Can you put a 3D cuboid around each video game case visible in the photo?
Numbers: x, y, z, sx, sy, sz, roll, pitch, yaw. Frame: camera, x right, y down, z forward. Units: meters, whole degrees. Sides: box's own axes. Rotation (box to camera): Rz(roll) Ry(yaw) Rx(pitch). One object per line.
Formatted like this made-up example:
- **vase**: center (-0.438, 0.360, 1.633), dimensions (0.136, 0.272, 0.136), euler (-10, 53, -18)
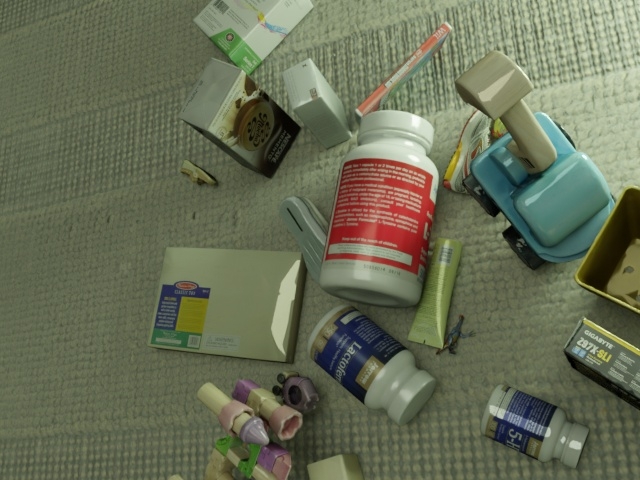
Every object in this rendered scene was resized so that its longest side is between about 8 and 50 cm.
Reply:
- **video game case**: center (0.191, -0.391, 1.610), dimensions (0.285, 0.204, 0.025), euler (-44, 90, 5)

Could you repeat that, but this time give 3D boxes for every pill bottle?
- **pill bottle**: center (0.420, 0.367, 1.315), dimensions (0.186, 0.112, 0.112), euler (19, 82, 28)
- **pill bottle**: center (0.140, -0.069, 1.507), dimensions (0.228, 0.229, 0.408), euler (5, 75, 24)
- **pill bottle**: center (0.110, 0.269, 1.457), dimensions (0.264, 0.153, 0.153), euler (36, 90, 28)

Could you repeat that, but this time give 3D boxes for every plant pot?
- **plant pot**: center (0.635, 0.055, 1.279), dimensions (0.212, 0.187, 0.212), euler (30, 87, 29)

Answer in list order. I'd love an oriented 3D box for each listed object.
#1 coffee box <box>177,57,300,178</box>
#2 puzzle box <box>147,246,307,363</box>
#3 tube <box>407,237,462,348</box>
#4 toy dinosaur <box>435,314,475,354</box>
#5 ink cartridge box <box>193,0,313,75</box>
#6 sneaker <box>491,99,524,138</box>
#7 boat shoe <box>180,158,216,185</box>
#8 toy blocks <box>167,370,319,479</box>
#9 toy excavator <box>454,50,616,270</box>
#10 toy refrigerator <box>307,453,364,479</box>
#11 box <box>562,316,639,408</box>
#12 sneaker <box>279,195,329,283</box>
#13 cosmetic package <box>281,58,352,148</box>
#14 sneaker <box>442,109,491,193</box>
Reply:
- **coffee box**: center (-0.196, -0.299, 1.687), dimensions (0.118, 0.297, 0.168), euler (28, 87, 31)
- **puzzle box**: center (-0.239, 0.156, 1.700), dimensions (0.408, 0.052, 0.272), euler (2, 75, 24)
- **tube**: center (0.260, 0.115, 1.498), dimensions (0.062, 0.070, 0.240), euler (16, 81, -6)
- **toy dinosaur**: center (0.290, 0.202, 1.466), dimensions (0.090, 0.047, 0.082), euler (-10, 51, 31)
- **ink cartridge box**: center (-0.189, -0.641, 1.893), dimensions (0.278, 0.117, 0.201), euler (-45, 62, 5)
- **sneaker**: center (0.441, -0.245, 1.527), dimensions (0.094, 0.081, 0.209), euler (-27, 61, 25)
- **boat shoe**: center (-0.338, -0.178, 1.853), dimensions (0.135, 0.050, 0.045), euler (33, 92, 38)
- **toy blocks**: center (-0.105, 0.460, 1.398), dimensions (0.260, 0.308, 0.289), euler (28, 103, 36)
- **toy excavator**: center (0.400, -0.139, 1.238), dimensions (0.222, 0.445, 0.433), euler (-39, 93, 6)
- **toy refrigerator**: center (0.055, 0.596, 1.406), dimensions (0.094, 0.102, 0.270), euler (-23, 67, 15)
- **box**: center (0.597, 0.271, 1.188), dimensions (0.322, 0.257, 0.079), euler (34, 88, 29)
- **sneaker**: center (0.000, 0.000, 1.624), dimensions (0.094, 0.091, 0.258), euler (-31, 85, 38)
- **cosmetic package**: center (-0.005, -0.331, 1.651), dimensions (0.085, 0.231, 0.118), euler (-22, 66, 16)
- **sneaker**: center (0.362, -0.210, 1.523), dimensions (0.092, 0.088, 0.225), euler (26, 113, 20)
